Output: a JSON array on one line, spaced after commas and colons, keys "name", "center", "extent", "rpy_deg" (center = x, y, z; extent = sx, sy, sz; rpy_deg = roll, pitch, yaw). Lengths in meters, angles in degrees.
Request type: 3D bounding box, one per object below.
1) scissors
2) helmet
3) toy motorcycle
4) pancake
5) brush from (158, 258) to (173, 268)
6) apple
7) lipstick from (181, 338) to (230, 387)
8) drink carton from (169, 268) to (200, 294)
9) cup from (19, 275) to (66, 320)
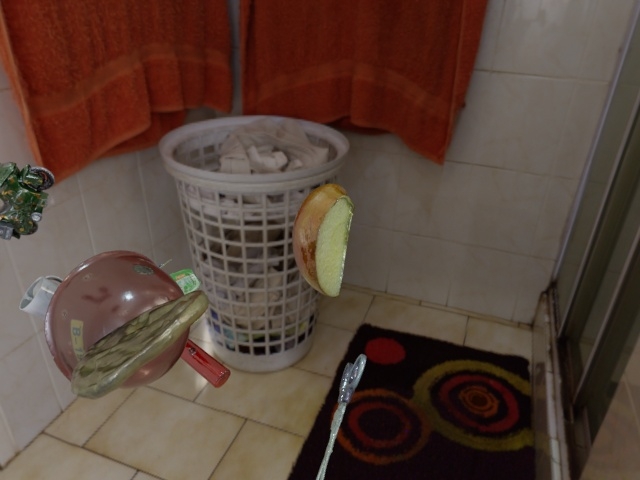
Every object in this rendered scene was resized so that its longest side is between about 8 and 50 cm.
[{"name": "scissors", "center": [0.053, 0.538, 1.471], "extent": [0.029, 0.256, 0.383], "rpy_deg": [20, 68, -1]}, {"name": "helmet", "center": [-0.451, 0.226, 1.207], "extent": [0.230, 0.384, 0.338], "rpy_deg": [9, 16, 35]}, {"name": "toy motorcycle", "center": [-0.906, -0.122, 1.433], "extent": [0.187, 0.274, 0.124], "rpy_deg": [18, 31, -27]}, {"name": "pancake", "center": [-0.336, 0.186, 0.906], "extent": [0.295, 0.049, 0.294], "rpy_deg": [-29, 16, 9]}, {"name": "brush", "center": [-0.620, 0.093, 1.937], "extent": [0.084, 0.013, 0.016], "rpy_deg": [-33, -4, 11]}, {"name": "apple", "center": [0.000, 0.000, 1.504], "extent": [0.180, 0.345, 0.254], "rpy_deg": [7, 16, -2]}, {"name": "lipstick", "center": [-0.423, 0.393, 1.652], "extent": [0.280, 0.073, 0.073], "rpy_deg": [29, 38, 26]}, {"name": "drink carton", "center": [-0.460, 0.200, 1.598], "extent": [0.146, 0.142, 0.144], "rpy_deg": [-18, 33, -24]}, {"name": "cup", "center": [-0.723, 0.156, 1.339], "extent": [0.099, 0.133, 0.135], "rpy_deg": [-17, 47, 36]}]
